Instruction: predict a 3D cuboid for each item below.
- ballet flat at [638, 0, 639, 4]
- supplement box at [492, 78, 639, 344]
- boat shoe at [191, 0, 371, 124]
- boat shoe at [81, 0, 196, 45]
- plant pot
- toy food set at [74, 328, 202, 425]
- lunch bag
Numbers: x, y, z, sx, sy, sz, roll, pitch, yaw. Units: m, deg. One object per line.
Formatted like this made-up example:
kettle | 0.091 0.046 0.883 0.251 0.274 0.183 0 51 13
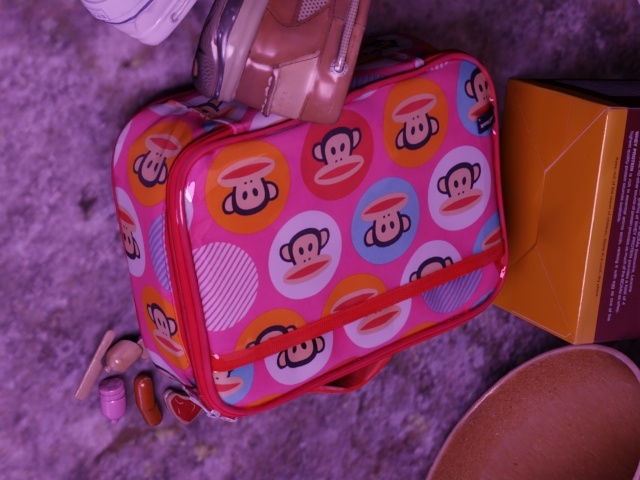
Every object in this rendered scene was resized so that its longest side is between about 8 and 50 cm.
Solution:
ballet flat | 0.287 -0.201 1.334 0.168 0.057 0.052 56 38 -32
supplement box | 0.257 -0.029 1.332 0.194 0.129 0.191 -3 107 -30
boat shoe | 0.025 -0.221 1.096 0.120 0.122 0.324 24 78 -1
boat shoe | -0.078 -0.236 1.103 0.226 0.083 0.076 -51 142 1
plant pot | 0.246 0.248 1.298 0.254 0.237 0.237 38 84 -25
toy food set | -0.129 0.105 1.208 0.122 0.019 0.078 26 91 -42
lunch bag | 0.000 0.000 1.192 0.293 0.120 0.258 -22 119 -29
